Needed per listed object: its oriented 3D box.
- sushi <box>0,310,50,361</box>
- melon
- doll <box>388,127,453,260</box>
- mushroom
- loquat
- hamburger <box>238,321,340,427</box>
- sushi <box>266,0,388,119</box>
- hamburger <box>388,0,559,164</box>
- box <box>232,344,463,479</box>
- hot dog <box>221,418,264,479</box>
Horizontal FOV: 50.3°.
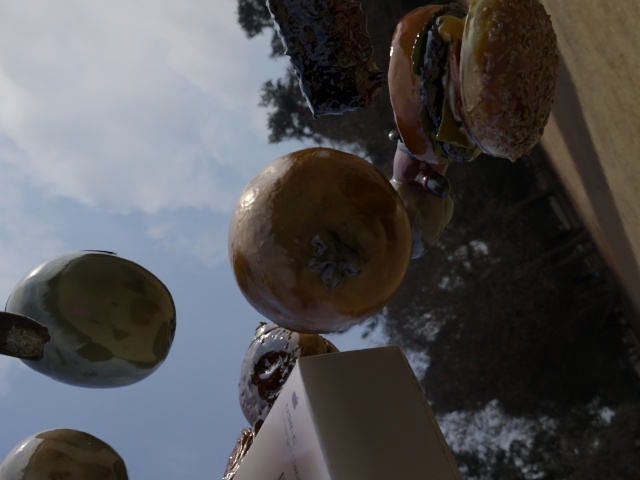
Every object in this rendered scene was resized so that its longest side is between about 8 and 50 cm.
[{"bbox_3d":[-0.341,0.103,0.752,0.044,0.083,0.046,147,136,-75],"label":"sushi"},{"bbox_3d":[-0.451,0.151,1.335,0.268,0.329,0.269,9,-90,-88],"label":"melon"},{"bbox_3d":[0.206,-0.117,1.427,0.174,0.330,0.235,12,-161,-7],"label":"doll"},{"bbox_3d":[-0.410,0.411,1.067,0.207,0.215,0.207,21,-161,-8],"label":"mushroom"},{"bbox_3d":[0.000,0.000,1.167,0.328,0.328,0.328,51,-162,-23],"label":"loquat"},{"bbox_3d":[-0.064,0.290,1.428,0.146,0.243,0.286,28,-146,-37],"label":"hamburger"},{"bbox_3d":[0.007,-0.428,1.375,0.196,0.181,0.344,-94,-16,-66],"label":"sushi"},{"bbox_3d":[0.252,-0.259,1.088,0.291,0.225,0.291,-6,-82,-53],"label":"hamburger"},{"bbox_3d":[0.019,0.236,0.549,0.106,0.252,0.203,-2,-128,-25],"label":"box"},{"bbox_3d":[-0.058,0.334,0.842,0.175,0.114,0.259,43,-148,-18],"label":"hot dog"}]
